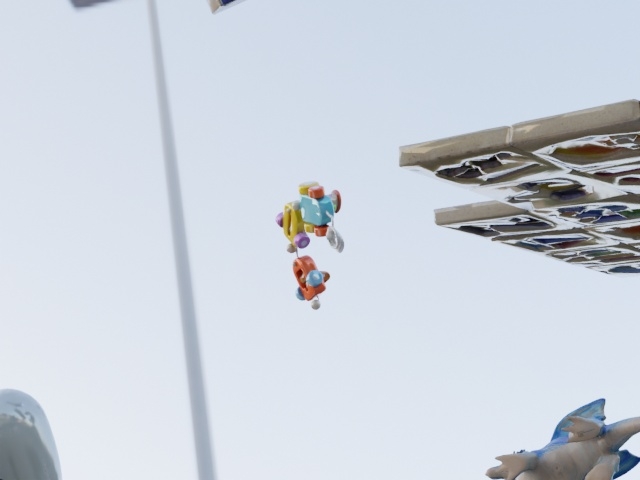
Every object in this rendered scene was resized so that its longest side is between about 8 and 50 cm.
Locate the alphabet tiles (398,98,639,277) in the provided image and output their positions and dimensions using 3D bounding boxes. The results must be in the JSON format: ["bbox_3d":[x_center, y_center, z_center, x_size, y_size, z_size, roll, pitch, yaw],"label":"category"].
[{"bbox_3d":[0.142,-0.015,0.425,0.198,0.009,0.237,-8,-14,38],"label":"alphabet tiles"}]

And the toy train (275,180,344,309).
[{"bbox_3d":[0.000,0.000,1.451,0.046,0.125,0.166,-17,-21,-26],"label":"toy train"}]

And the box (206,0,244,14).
[{"bbox_3d":[-0.074,-0.308,0.971,0.136,0.225,0.036,-28,4,-19],"label":"box"}]

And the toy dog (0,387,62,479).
[{"bbox_3d":[-0.218,0.291,0.873,0.220,0.334,0.161,-44,-15,33],"label":"toy dog"}]

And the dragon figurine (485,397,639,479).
[{"bbox_3d":[0.278,0.223,1.298,0.289,0.085,0.144,-35,-13,25],"label":"dragon figurine"}]
